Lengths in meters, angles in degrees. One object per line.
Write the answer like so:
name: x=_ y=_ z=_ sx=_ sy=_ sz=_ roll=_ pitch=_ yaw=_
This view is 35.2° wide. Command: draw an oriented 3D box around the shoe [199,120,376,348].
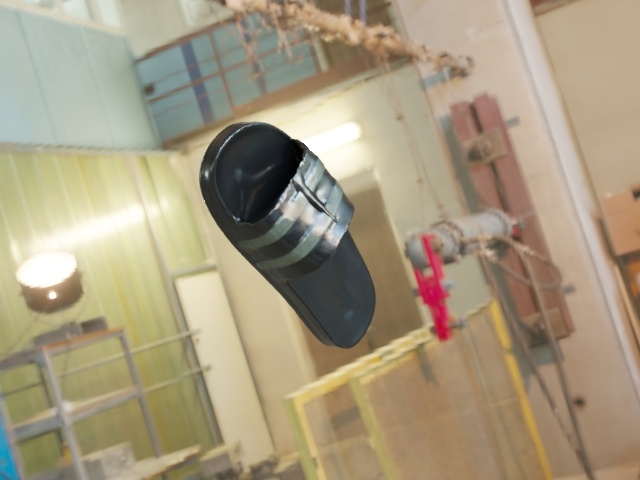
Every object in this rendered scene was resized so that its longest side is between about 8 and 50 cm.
shoe: x=0.000 y=0.000 z=0.581 sx=0.049 sy=0.179 sz=0.071 roll=6 pitch=53 yaw=39
